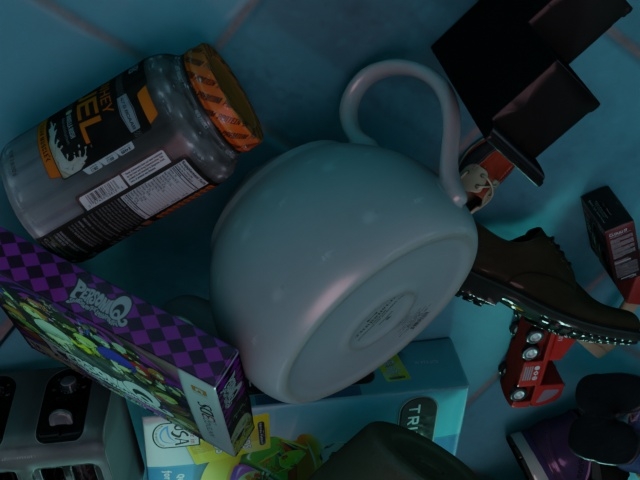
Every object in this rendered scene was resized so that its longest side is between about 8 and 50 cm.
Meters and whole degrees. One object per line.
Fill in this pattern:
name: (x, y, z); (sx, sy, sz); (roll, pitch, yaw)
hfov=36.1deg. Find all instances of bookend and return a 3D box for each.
bookend: (0.185, -0.153, 0.781); (0.072, 0.156, 0.157); (35, 112, -32)

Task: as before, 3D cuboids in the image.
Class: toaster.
toaster: (-0.273, 0.223, 0.979); (0.168, 0.110, 0.185); (-5, 124, 2)

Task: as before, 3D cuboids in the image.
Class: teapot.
teapot: (0.000, 0.000, 0.850); (0.256, 0.187, 0.252); (-28, 153, -23)

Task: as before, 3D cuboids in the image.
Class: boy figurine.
boy figurine: (0.395, 0.227, 1.138); (0.092, 0.177, 0.285); (-1, 161, 41)

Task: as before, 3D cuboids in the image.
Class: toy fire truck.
toy fire truck: (0.276, 0.100, 1.064); (0.135, 0.047, 0.192); (-2, 127, -10)

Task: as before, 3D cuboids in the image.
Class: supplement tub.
supplement tub: (-0.149, -0.073, 0.793); (0.190, 0.117, 0.117); (-29, 127, 9)

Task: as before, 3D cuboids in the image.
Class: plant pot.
plant pot: (0.050, 0.311, 0.976); (0.263, 0.263, 0.229); (26, 99, -28)

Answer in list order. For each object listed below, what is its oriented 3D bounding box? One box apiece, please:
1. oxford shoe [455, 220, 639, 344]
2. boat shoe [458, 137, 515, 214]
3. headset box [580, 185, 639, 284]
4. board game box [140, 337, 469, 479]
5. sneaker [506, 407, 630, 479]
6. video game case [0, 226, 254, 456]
oxford shoe: (0.223, 0.039, 0.962); (0.227, 0.083, 0.096); (24, 82, -11)
boat shoe: (0.141, -0.048, 0.923); (0.137, 0.043, 0.049); (-41, 123, 17)
headset box: (0.288, -0.008, 0.974); (0.032, 0.062, 0.083); (-22, 129, 4)
board game box: (-0.022, 0.239, 1.085); (0.336, 0.079, 0.253); (-4, 128, -9)
sneaker: (0.336, 0.316, 1.212); (0.124, 0.107, 0.283); (-29, 128, 2)
video game case: (-0.169, 0.091, 0.835); (0.232, 0.041, 0.210); (26, 156, 11)
